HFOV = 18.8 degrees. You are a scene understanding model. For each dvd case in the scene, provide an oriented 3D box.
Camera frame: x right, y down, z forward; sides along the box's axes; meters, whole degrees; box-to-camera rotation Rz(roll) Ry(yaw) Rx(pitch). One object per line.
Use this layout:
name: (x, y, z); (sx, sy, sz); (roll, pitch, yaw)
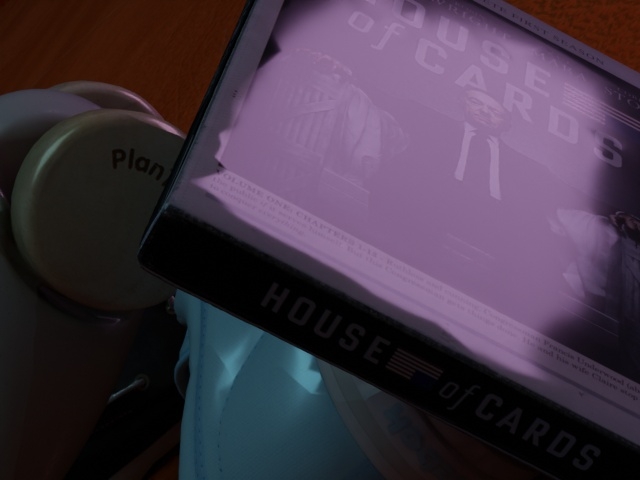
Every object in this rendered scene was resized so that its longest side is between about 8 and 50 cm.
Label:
dvd case: (0.048, -0.022, 0.644); (0.029, 0.179, 0.239); (-59, 8, 32)

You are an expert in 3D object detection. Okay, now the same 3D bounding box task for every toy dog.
toy dog: (-0.171, 0.057, 0.822); (0.220, 0.161, 0.334); (-31, 37, 64)

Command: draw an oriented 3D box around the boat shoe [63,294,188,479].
boat shoe: (-0.075, 0.047, 0.930); (0.233, 0.079, 0.084); (-40, 16, 8)

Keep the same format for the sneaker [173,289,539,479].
sneaker: (0.000, 0.000, 0.771); (0.150, 0.135, 0.366); (-34, 19, 21)
